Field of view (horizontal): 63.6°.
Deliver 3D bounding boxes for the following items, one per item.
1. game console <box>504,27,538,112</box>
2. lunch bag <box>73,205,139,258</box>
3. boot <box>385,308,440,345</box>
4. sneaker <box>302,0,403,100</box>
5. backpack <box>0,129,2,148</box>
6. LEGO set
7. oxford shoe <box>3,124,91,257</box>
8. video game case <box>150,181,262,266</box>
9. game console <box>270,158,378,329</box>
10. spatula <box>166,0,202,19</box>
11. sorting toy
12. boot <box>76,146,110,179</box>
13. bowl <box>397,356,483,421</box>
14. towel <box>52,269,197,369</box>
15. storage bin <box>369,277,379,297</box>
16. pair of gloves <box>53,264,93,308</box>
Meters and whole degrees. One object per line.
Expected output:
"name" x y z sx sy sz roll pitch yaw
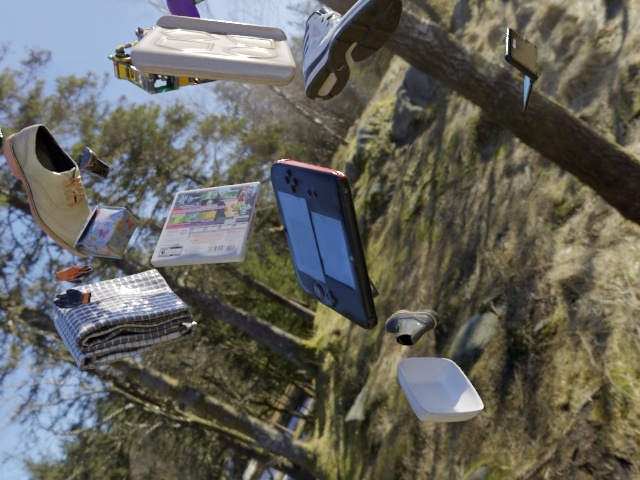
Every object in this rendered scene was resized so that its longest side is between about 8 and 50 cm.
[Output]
"game console" 0.371 -0.322 0.974 0.071 0.107 0.122 -48 17 46
"lunch bag" -0.334 -0.014 0.790 0.053 0.083 0.071 59 -138 -52
"boot" 0.236 0.265 1.519 0.137 0.077 0.198 -33 2 -41
"sneaker" 0.057 -0.661 1.575 0.447 0.169 0.257 -37 61 50
"backpack" -0.958 -0.256 1.400 0.182 0.152 0.115 -51 -36 -6
"LEGO set" -0.463 -0.584 1.560 0.331 0.255 0.192 -18 -48 -32
"oxford shoe" -0.732 -0.133 1.452 0.146 0.397 0.140 -17 20 33
"video game case" -0.226 -0.032 1.038 0.023 0.201 0.183 61 -149 -49
"game console" 0.000 0.000 1.253 0.060 0.387 0.342 -23 24 -21
"spatula" -0.232 -0.549 1.129 0.296 0.084 0.030 -12 29 31
"sorting toy" -0.135 -0.250 0.687 0.208 0.193 0.038 -100 16 -54
"boot" -0.728 -0.249 1.683 0.219 0.106 0.082 3 80 57
"bowl" 0.220 0.290 0.985 0.142 0.142 0.053 -117 37 -53
"towel" -0.471 0.179 1.246 0.283 0.235 0.121 -12 -66 -37
"storage bin" 0.139 0.161 1.859 0.084 0.122 0.180 -31 -1 -1
"pair of gloves" -0.463 0.087 0.969 0.010 0.074 0.083 68 -167 -65
